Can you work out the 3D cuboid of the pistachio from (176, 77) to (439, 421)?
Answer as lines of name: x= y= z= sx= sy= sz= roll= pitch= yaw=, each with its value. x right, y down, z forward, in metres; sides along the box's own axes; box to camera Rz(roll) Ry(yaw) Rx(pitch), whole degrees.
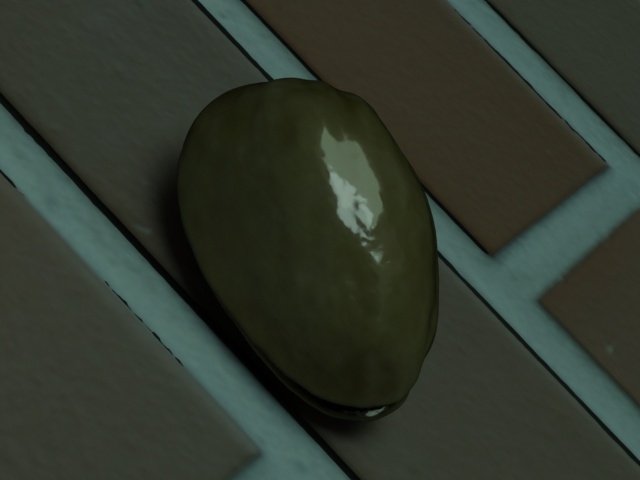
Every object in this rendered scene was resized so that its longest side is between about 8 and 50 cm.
pistachio: x=0.000 y=0.000 z=0.875 sx=0.126 sy=0.108 sz=0.185 roll=-19 pitch=72 yaw=-25
